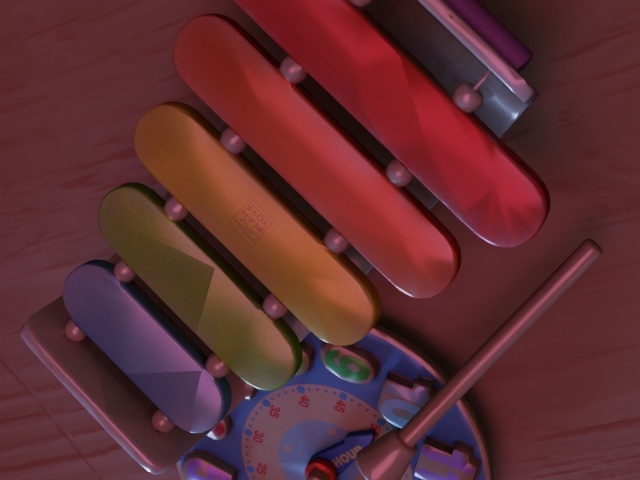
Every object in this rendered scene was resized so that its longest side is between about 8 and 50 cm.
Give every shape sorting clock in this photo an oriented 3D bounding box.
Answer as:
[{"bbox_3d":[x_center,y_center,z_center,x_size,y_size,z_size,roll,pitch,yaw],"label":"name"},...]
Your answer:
[{"bbox_3d":[0.002,0.135,0.772,0.206,0.040,0.206,7,116,15],"label":"shape sorting clock"}]

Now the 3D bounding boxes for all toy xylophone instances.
[{"bbox_3d":[0.000,0.000,0.667,0.236,0.081,0.322,38,115,8],"label":"toy xylophone"}]
